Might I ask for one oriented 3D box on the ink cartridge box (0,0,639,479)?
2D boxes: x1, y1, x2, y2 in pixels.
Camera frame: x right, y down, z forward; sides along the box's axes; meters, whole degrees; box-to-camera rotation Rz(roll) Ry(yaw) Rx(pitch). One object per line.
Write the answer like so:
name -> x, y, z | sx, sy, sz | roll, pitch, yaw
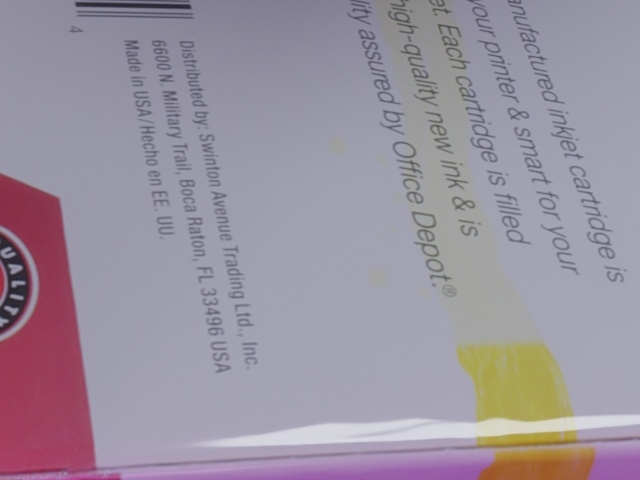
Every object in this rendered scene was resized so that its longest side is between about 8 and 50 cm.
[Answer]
ink cartridge box -> 0.000, 0.000, 0.656 | 0.384, 0.279, 0.160 | -1, 142, -17
